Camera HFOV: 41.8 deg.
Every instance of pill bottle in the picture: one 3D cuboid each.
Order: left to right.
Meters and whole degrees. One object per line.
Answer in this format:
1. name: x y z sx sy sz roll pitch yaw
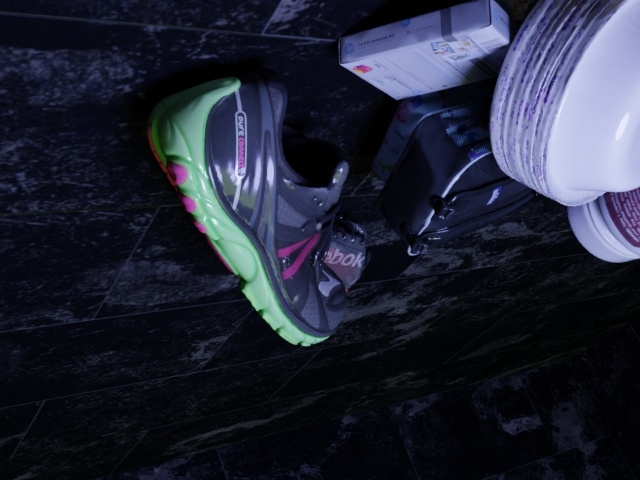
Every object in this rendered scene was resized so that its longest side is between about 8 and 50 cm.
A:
1. pill bottle: 0.591 -0.094 1.340 0.224 0.224 0.392 -13 172 -24

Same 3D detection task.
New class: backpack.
1. backpack: 0.209 -0.113 1.163 0.254 0.191 0.225 -17 154 -24

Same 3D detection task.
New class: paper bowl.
1. paper bowl: 0.340 -0.171 0.972 0.284 0.148 0.284 -29 138 -30

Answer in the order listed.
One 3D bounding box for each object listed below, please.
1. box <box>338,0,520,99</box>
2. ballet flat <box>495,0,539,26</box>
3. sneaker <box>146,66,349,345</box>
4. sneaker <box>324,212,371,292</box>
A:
1. box: 0.138 -0.218 0.977 0.186 0.038 0.145 -9 166 32
2. ballet flat: 0.294 -0.283 1.026 0.241 0.077 0.091 -9 151 -31
3. sneaker: -0.036 -0.024 1.073 0.202 0.185 0.482 -31 144 -3
4. sneaker: 0.000 0.000 1.339 0.135 0.097 0.276 -43 144 2
